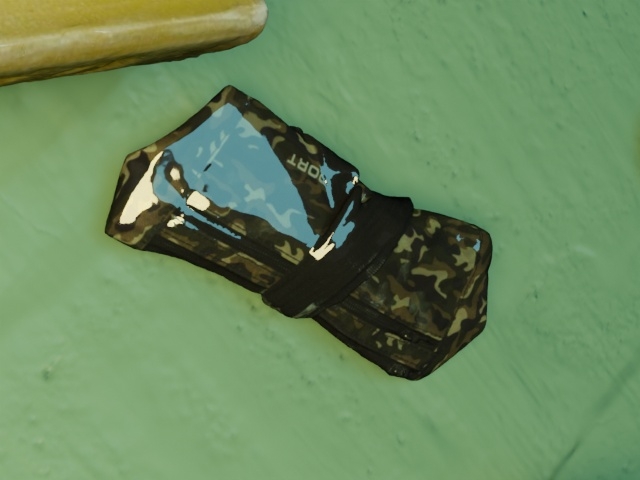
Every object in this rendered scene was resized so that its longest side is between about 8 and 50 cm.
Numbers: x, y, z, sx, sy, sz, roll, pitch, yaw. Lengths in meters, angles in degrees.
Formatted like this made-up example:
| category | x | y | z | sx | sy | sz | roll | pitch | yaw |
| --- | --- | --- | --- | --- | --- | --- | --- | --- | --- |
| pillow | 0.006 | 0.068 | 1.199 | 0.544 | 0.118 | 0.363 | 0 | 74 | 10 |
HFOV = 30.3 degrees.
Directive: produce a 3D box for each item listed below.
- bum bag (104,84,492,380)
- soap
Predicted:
| category | x | y | z | sx | sy | sz | roll | pitch | yaw |
| --- | --- | --- | --- | --- | --- | --- | --- | --- | --- |
| bum bag | 0.001 | -0.001 | 0.683 | 0.248 | 0.069 | 0.102 | 27 | 106 | -29 |
| soap | -0.182 | -0.104 | 0.520 | 0.274 | 0.173 | 0.089 | -15 | 100 | -33 |
